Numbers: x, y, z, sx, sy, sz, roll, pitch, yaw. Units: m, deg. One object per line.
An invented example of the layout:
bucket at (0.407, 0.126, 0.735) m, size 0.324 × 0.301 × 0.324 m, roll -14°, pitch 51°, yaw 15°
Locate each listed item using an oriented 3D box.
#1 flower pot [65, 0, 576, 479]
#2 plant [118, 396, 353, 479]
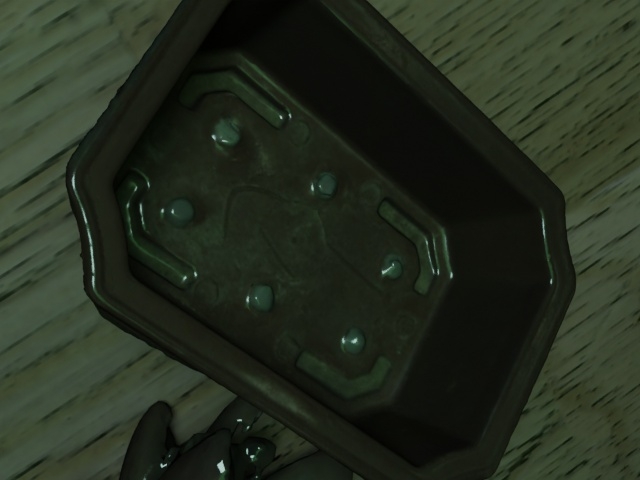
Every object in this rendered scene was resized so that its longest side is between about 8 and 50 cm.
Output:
flower pot at (0.000, 0.000, 0.437) m, size 0.251 × 0.084 × 0.179 m, roll 38°, pitch 71°, yaw -25°
plant at (-0.083, 0.231, 0.457) m, size 0.181 × 0.194 × 0.321 m, roll 35°, pitch 97°, yaw -39°
